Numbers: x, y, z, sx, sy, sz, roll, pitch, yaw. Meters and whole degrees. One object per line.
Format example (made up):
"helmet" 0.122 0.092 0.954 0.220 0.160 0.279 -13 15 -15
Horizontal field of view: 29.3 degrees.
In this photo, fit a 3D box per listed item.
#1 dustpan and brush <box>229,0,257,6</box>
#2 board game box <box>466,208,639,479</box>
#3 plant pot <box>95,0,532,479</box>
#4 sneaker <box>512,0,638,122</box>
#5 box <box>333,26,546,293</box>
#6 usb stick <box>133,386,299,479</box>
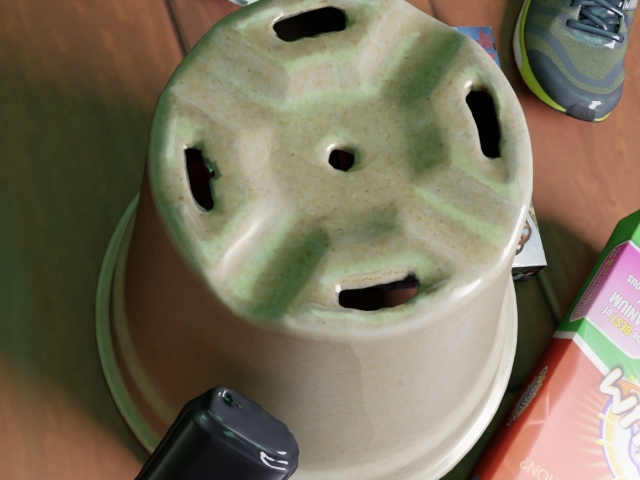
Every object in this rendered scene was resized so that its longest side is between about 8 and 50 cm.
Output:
"dustpan and brush" -0.096 -0.309 1.104 0.211 0.060 0.147 46 62 -3
"board game box" 0.279 0.166 0.990 0.242 0.064 0.316 34 72 -2
"plant pot" 0.000 0.000 0.828 0.333 0.305 0.334 1 69 -3
"sneaker" 0.257 -0.249 1.144 0.111 0.121 0.300 14 65 -11
"box" 0.093 -0.074 1.066 0.159 0.044 0.233 -4 70 -18
"usb stick" -0.109 0.203 0.782 0.077 0.278 0.045 32 27 -8
